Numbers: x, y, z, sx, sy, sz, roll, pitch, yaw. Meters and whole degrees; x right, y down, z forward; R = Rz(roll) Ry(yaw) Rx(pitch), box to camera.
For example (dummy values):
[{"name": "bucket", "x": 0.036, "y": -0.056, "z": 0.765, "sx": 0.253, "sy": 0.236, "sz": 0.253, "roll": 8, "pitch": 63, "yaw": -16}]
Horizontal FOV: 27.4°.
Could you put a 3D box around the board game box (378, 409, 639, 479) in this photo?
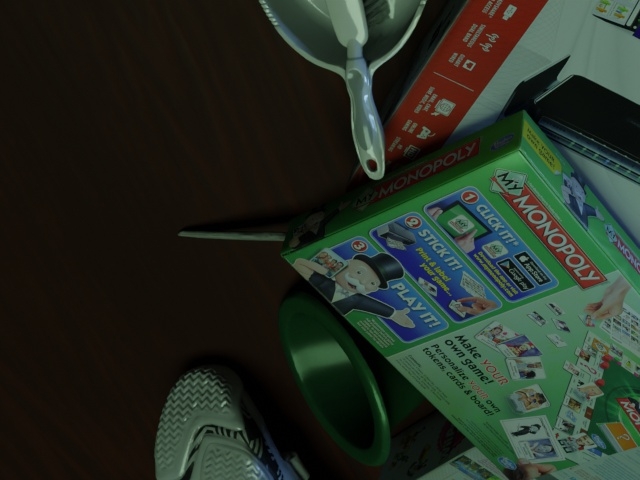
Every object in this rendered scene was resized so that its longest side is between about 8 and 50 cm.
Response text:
[{"name": "board game box", "x": 0.227, "y": 0.225, "z": 1.256, "sx": 0.224, "sy": 0.097, "sz": 0.303, "roll": 35, "pitch": 135, "yaw": -15}]

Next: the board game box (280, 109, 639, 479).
[{"name": "board game box", "x": 0.152, "y": 0.060, "z": 1.004, "sx": 0.213, "sy": 0.046, "sz": 0.317, "roll": -25, "pitch": 124, "yaw": 32}]

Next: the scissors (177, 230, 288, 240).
[{"name": "scissors", "x": 0.000, "y": 0.000, "z": 1.133, "sx": 0.109, "sy": 0.021, "sz": 0.297, "roll": 1, "pitch": 178, "yaw": -40}]

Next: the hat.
[{"name": "hat", "x": 0.090, "y": 0.099, "z": 1.229, "sx": 0.208, "sy": 0.184, "sz": 0.173, "roll": 42, "pitch": 149, "yaw": 42}]

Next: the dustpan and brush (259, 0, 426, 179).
[{"name": "dustpan and brush", "x": 0.024, "y": -0.148, "z": 0.912, "sx": 0.147, "sy": 0.060, "sz": 0.211, "roll": -4, "pitch": 115, "yaw": 25}]

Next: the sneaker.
[{"name": "sneaker", "x": -0.045, "y": 0.291, "z": 1.409, "sx": 0.137, "sy": 0.210, "sz": 0.365, "roll": -14, "pitch": 94, "yaw": 32}]

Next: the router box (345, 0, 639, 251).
[{"name": "router box", "x": 0.221, "y": -0.093, "z": 0.925, "sx": 0.301, "sy": 0.082, "sz": 0.335, "roll": 25, "pitch": 139, "yaw": -6}]
